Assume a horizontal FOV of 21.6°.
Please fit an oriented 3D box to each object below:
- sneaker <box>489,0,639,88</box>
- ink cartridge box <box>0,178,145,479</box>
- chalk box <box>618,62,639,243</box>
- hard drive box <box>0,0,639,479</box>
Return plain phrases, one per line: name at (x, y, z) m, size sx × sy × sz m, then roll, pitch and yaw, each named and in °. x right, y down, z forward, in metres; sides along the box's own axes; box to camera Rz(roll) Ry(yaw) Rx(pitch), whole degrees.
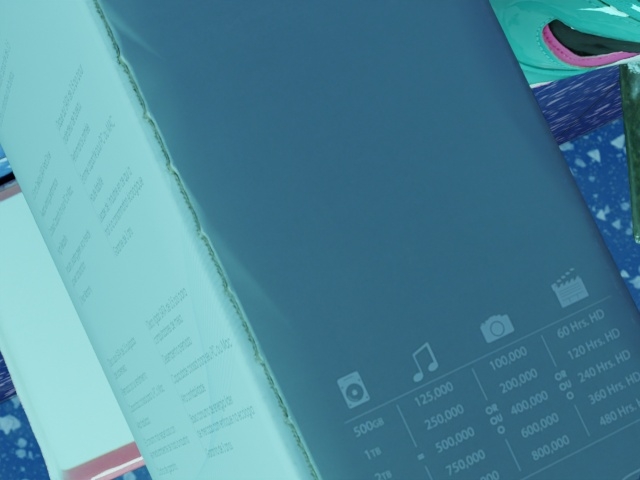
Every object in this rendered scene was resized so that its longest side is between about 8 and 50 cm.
sneaker at (0.162, -0.134, 0.605) m, size 0.295 × 0.124 × 0.178 m, roll -22°, pitch -176°, yaw -25°
ink cartridge box at (0.000, 0.000, 0.977) m, size 0.279 × 0.160 × 0.384 m, roll -25°, pitch 176°, yaw 9°
chalk box at (0.311, -0.101, 0.823) m, size 0.289 × 0.180 × 0.179 m, roll -2°, pitch -170°, yaw 34°
hard drive box at (-0.012, 0.000, 0.441) m, size 0.089 × 0.232 × 0.181 m, roll -24°, pitch 176°, yaw -18°
